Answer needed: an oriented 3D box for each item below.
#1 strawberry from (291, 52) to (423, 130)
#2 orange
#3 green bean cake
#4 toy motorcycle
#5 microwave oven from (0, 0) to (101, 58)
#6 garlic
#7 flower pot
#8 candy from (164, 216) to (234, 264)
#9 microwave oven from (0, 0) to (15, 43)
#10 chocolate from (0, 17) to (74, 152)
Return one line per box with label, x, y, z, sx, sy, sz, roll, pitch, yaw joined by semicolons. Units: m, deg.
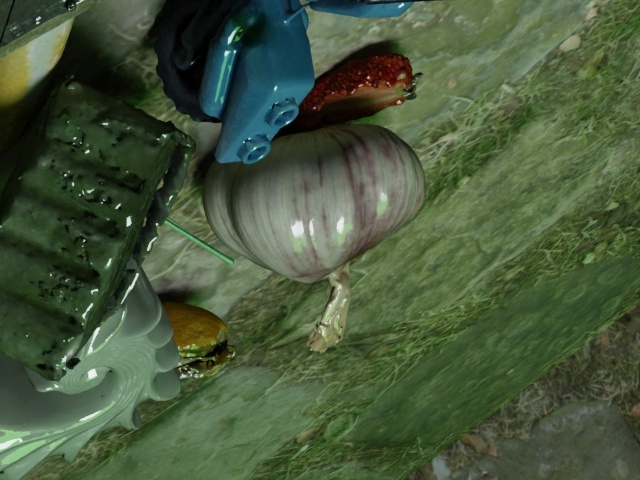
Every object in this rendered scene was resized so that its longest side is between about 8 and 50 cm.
strawberry;0.036;-0.163;1.690;0.152;0.048;0.104;-12;162;-5
orange;-0.192;0.132;1.911;0.170;0.112;0.160;2;161;-38
green bean cake;-0.217;-0.008;1.377;0.241;0.132;0.255;-119;-126;-86
toy motorcycle;0.004;-0.216;1.290;0.172;0.232;0.416;-9;149;-49
microwave oven;-0.268;-0.198;1.110;0.205;0.129;0.163;-31;159;-4
garlic;0.000;0.000;1.708;0.245;0.253;0.245;-6;-173;1
flower pot;-0.339;0.153;1.699;0.368;0.164;0.254;-27;152;-12
candy;-0.159;-0.021;1.634;0.061;0.061;0.202;-40;131;19
microwave oven;-0.386;-0.050;0.947;0.374;0.236;0.432;16;138;-16
chocolate;-0.257;-0.151;1.302;0.086;0.085;0.219;-18;158;-30
